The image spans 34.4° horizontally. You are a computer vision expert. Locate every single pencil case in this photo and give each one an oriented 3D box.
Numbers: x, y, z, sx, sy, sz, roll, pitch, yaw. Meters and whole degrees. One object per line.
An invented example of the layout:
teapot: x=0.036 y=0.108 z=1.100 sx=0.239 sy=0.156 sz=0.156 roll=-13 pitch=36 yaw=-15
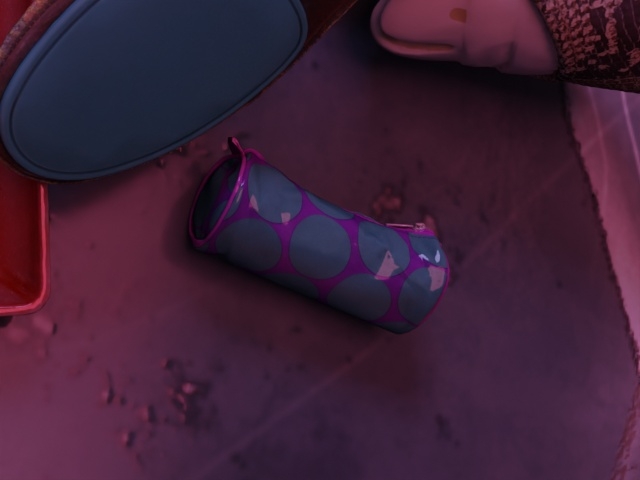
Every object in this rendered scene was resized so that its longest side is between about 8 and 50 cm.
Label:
pencil case: x=0.000 y=0.000 z=0.619 sx=0.151 sy=0.064 sz=0.070 roll=23 pitch=88 yaw=-22

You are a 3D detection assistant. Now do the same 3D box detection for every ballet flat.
ballet flat: x=-0.031 y=-0.161 z=0.537 sx=0.348 sy=0.123 sz=0.123 roll=-38 pitch=100 yaw=1
ballet flat: x=0.052 y=-0.233 z=0.651 sx=0.182 sy=0.164 sz=0.483 roll=-41 pitch=95 yaw=-4

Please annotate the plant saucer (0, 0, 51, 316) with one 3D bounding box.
plant saucer: x=-0.267 y=-0.088 z=0.496 sx=0.258 sy=0.047 sz=0.259 roll=-2 pitch=90 yaw=-27
